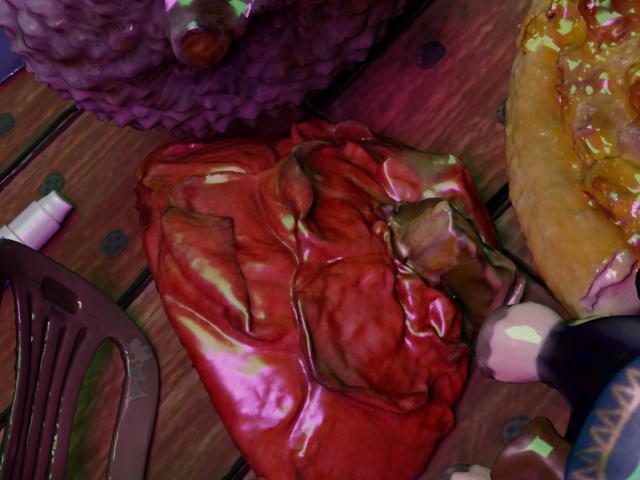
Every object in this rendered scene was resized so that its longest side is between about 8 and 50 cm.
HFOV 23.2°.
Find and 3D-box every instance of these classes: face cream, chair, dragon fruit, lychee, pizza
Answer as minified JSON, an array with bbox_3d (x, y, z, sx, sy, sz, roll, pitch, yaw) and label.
[{"bbox_3d":[-0.231,0.014,1.130,0.130,0.034,0.034,-45,54,-8],"label":"face cream"},{"bbox_3d":[-0.125,0.162,0.914,0.183,0.175,0.327,-3,66,32],"label":"chair"},{"bbox_3d":[0.000,0.000,0.969,0.205,0.152,0.317,-31,53,3],"label":"dragon fruit"},{"bbox_3d":[-0.080,-0.213,0.978,0.300,0.300,0.300,-11,58,17],"label":"lychee"},{"bbox_3d":[0.244,-0.119,0.966,0.277,0.114,0.409,12,69,34],"label":"pizza"}]

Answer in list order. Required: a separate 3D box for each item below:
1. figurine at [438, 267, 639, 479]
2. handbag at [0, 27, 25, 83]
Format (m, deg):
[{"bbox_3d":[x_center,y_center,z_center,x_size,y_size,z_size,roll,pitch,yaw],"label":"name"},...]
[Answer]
[{"bbox_3d":[0.232,0.139,0.733,0.411,0.241,0.306,-18,53,37],"label":"figurine"},{"bbox_3d":[-0.324,-0.142,1.194,0.221,0.144,0.057,-34,56,1],"label":"handbag"}]
